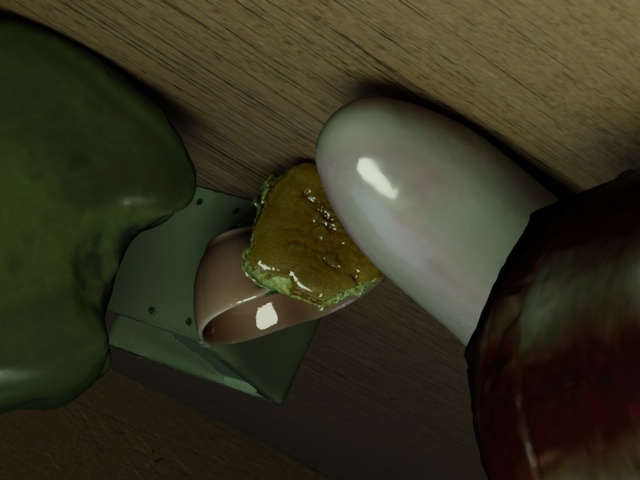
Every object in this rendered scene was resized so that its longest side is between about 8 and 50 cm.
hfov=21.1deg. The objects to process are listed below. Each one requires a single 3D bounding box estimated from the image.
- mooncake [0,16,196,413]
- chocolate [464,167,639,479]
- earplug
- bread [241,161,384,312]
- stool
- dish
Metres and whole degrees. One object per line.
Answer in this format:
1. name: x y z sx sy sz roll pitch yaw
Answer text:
1. mooncake: -0.295 -0.019 1.546 0.351 0.351 0.187 25 165 -14
2. chocolate: 0.316 0.076 1.072 0.383 0.384 0.331 25 149 -15
3. earplug: 0.110 -0.012 1.376 0.301 0.172 0.172 38 160 -32
4. bread: 0.000 0.000 1.622 0.140 0.128 0.069 22 166 -11
5. stool: -0.160 0.047 1.983 0.269 0.170 0.243 15 164 26
6. dish: -0.041 0.026 1.753 0.213 0.090 0.213 -19 166 -5
